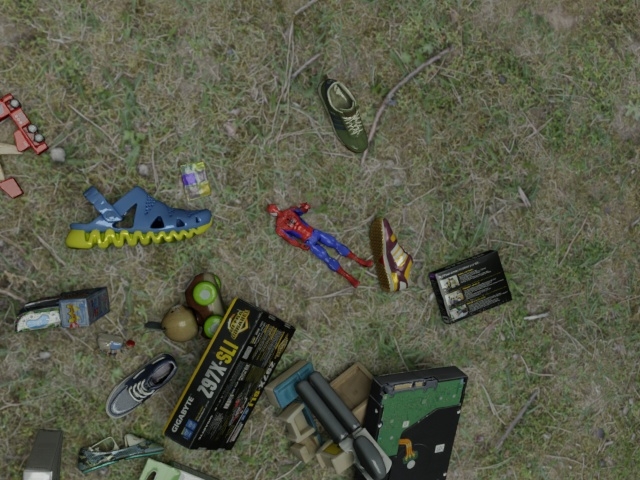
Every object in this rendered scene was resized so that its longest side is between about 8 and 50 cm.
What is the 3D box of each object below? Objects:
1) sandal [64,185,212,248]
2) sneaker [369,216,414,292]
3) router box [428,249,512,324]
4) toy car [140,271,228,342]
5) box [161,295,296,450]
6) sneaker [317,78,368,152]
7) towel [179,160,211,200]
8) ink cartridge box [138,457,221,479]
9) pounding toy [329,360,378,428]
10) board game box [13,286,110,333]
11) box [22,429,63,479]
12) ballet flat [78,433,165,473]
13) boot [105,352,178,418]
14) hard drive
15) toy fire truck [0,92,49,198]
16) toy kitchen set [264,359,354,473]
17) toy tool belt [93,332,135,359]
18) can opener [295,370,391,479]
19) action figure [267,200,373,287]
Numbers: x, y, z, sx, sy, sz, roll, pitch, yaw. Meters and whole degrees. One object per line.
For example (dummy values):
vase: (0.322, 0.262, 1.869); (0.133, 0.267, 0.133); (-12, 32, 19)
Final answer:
sandal: (-0.393, -0.055, 1.861); (0.317, 0.126, 0.138); (-3, 88, -17)
sneaker: (0.174, 0.029, 2.049); (0.084, 0.069, 0.185); (-13, 101, -23)
router box: (0.371, 0.114, 2.110); (0.179, 0.046, 0.133); (-19, 96, -14)
toy car: (-0.303, 0.163, 1.883); (0.188, 0.155, 0.149); (-17, 96, -2)
box: (-0.190, 0.297, 1.857); (0.079, 0.257, 0.322); (26, 84, 18)
sneaker: (0.059, -0.290, 1.992); (0.064, 0.086, 0.192); (-32, 99, -12)
towel: (-0.283, -0.135, 1.943); (0.060, 0.009, 0.083); (-12, 95, -14)
ink cartridge box: (-0.315, 0.568, 1.926); (0.209, 0.062, 0.109); (26, 85, -14)
pounding toy: (0.108, 0.369, 2.002); (0.141, 0.130, 0.100); (-37, 136, -12)
board game box: (-0.537, 0.145, 1.786); (0.194, 0.194, 0.060); (-8, 93, -15)
box: (-0.563, 0.532, 1.723); (0.059, 0.322, 0.232); (5, 91, -12)
ballet flat: (-0.441, 0.460, 1.891); (0.188, 0.070, 0.070); (-11, 94, -18)
boot: (-0.395, 0.321, 1.885); (0.190, 0.086, 0.069); (-45, 102, -10)
hard drive: (0.204, 0.461, 1.990); (0.237, 0.064, 0.338); (-4, 114, -28)
toy fire truck: (-0.657, -0.200, 1.820); (0.135, 0.047, 0.192); (-35, 99, -11)
toy kitchen set: (-0.001, 0.398, 1.948); (0.122, 0.166, 0.207); (-34, 112, -34)
toy tool belt: (-0.455, 0.237, 1.892); (0.083, 0.052, 0.051); (14, 119, -12)
can opener: (0.057, 0.404, 1.879); (0.074, 0.093, 0.280); (-30, 68, -31)
action figure: (0.000, 0.000, 1.964); (0.280, 0.139, 0.091); (35, 81, -11)
